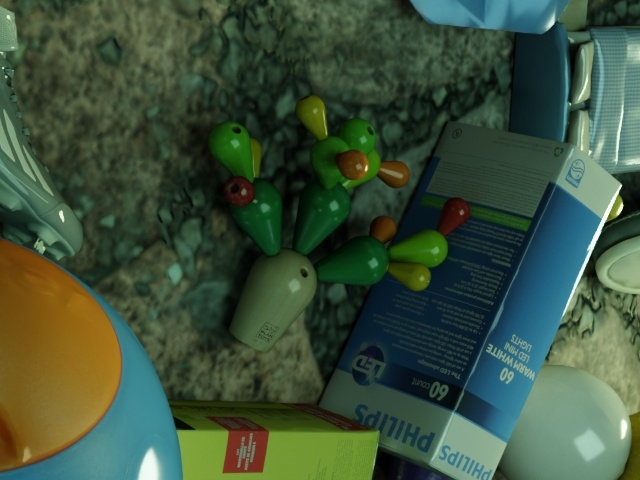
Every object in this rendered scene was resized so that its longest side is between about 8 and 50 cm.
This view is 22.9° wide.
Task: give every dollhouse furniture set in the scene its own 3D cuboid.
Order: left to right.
[{"bbox_3d":[0.330,-0.161,1.302,0.286,0.198,0.303,-5,104,-40],"label":"dollhouse furniture set"}]

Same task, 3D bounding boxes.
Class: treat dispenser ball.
[{"bbox_3d":[-0.218,0.134,0.841,0.288,0.288,0.288,-11,108,-39],"label":"treat dispenser ball"}]

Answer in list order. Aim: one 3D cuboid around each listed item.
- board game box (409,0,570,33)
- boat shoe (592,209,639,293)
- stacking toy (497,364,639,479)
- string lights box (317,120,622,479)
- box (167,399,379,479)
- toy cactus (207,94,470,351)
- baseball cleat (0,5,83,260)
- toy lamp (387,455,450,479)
[{"bbox_3d":[0.122,-0.227,1.210,0.169,0.033,0.133,1,91,-23],"label":"board game box"},{"bbox_3d":[0.361,-0.031,1.452,0.319,0.116,0.099,-13,66,-31],"label":"boat shoe"},{"bbox_3d":[0.329,0.266,1.381,0.480,0.350,0.350,36,76,-24],"label":"stacking toy"},{"bbox_3d":[0.111,0.046,1.207,0.077,0.133,0.259,32,80,-41],"label":"string lights box"},{"bbox_3d":[-0.071,0.148,1.107,0.232,0.087,0.058,8,95,-41],"label":"box"},{"bbox_3d":[0.000,0.000,1.126,0.219,0.112,0.180,24,99,-42],"label":"toy cactus"},{"bbox_3d":[-0.196,-0.077,0.955,0.206,0.072,0.109,49,62,-41],"label":"baseball cleat"},{"bbox_3d":[0.124,0.113,1.274,0.080,0.080,0.274,32,79,-41],"label":"toy lamp"}]
